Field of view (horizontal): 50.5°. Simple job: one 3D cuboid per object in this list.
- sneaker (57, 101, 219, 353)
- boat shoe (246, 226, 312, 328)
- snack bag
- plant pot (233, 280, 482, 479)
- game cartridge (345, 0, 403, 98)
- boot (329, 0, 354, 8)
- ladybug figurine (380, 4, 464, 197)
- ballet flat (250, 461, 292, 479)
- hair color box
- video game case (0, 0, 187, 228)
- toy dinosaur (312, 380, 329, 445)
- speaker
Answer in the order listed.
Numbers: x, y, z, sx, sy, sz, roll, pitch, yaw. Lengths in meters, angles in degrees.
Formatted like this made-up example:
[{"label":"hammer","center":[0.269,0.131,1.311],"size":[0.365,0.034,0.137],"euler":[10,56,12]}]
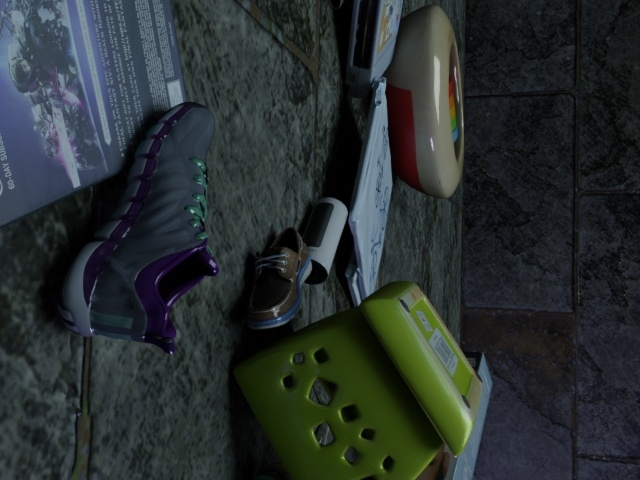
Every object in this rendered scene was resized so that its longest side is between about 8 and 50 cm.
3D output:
[{"label":"sneaker","center":[-0.111,-0.013,0.544],"size":[0.083,0.098,0.223],"euler":[86,21,-59]},{"label":"boat shoe","center":[-0.056,0.041,0.827],"size":[0.183,0.066,0.066],"euler":[-74,153,-64]},{"label":"snack bag","center":[0.089,-0.067,1.236],"size":[0.342,0.037,0.323],"euler":[77,23,-58]},{"label":"plant pot","center":[0.067,0.180,0.832],"size":[0.227,0.207,0.228],"euler":[58,16,7]},{"label":"game cartridge","center":[0.104,-0.422,1.188],"size":[0.198,0.062,0.297],"euler":[-54,156,-50]},{"label":"boot","center":[0.039,-0.418,1.138],"size":[0.118,0.042,0.087],"euler":[72,34,-52]},{"label":"ladybug figurine","center":[0.216,-0.281,1.472],"size":[0.305,0.162,0.449],"euler":[-70,153,-46]},{"label":"ballet flat","center":[-0.009,0.433,0.779],"size":[0.123,0.123,0.348],"euler":[48,31,-64]},{"label":"hair color box","center":[0.211,0.396,1.358],"size":[0.374,0.185,0.113],"euler":[-64,142,-40]},{"label":"video game case","center":[-0.180,-0.140,0.494],"size":[0.274,0.026,0.196],"euler":[-49,136,-62]},{"label":"toy dinosaur","center":[-0.010,0.338,0.976],"size":[0.268,0.064,0.118],"euler":[-74,150,-47]},{"label":"speaker","center":[0.000,0.000,0.996],"size":[0.136,0.055,0.055],"euler":[-70,154,-44]}]
